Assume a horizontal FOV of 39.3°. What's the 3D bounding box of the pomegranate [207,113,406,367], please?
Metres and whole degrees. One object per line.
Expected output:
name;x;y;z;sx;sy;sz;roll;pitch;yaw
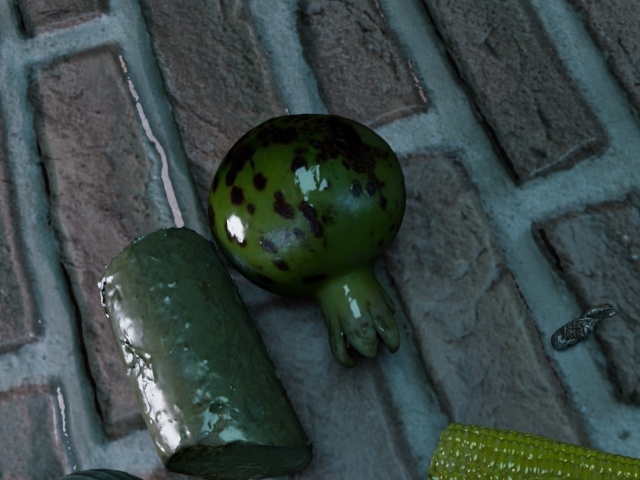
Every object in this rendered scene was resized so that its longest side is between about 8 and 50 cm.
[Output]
pomegranate;-0.016;0.000;1.086;0.243;0.242;0.305;-2;93;5

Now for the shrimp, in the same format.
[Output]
shrimp;0.320;0.099;1.081;0.092;0.038;0.029;-33;66;-10

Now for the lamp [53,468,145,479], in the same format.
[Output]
lamp;-0.223;0.367;0.895;0.233;0.233;0.265;-3;92;4

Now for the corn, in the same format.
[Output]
corn;0.253;0.276;0.961;0.305;0.122;0.123;11;82;17

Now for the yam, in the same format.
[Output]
yam;-0.139;0.145;1.039;0.168;0.168;0.304;-25;63;-6
